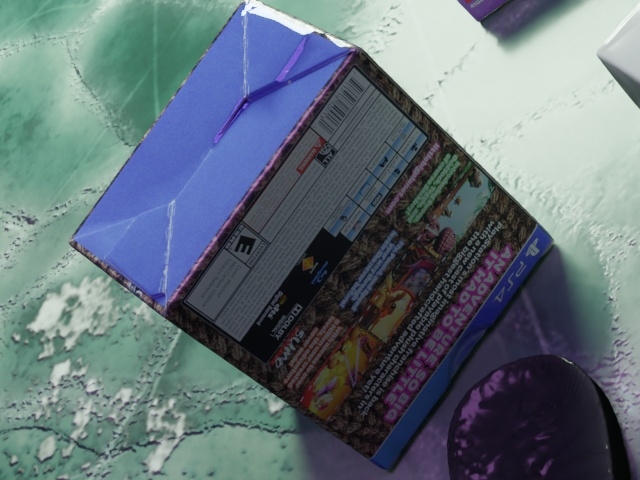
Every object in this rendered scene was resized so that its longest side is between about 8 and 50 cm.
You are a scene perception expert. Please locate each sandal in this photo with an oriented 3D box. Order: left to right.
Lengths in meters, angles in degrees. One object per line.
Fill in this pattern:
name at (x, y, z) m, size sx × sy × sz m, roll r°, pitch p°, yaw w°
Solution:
sandal at (0.160, 0.263, 1.205) m, size 0.167 × 0.107 × 0.446 m, roll -32°, pitch 48°, yaw 19°

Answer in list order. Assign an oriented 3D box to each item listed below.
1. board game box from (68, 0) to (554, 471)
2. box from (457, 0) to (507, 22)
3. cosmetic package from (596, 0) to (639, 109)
board game box at (0.000, 0.000, 1.372) m, size 0.232 × 0.291 × 0.141 m, roll -54°, pitch 43°, yaw -4°
box at (0.167, -0.360, 1.640) m, size 0.201 × 0.057 × 0.293 m, roll -35°, pitch 46°, yaw 17°
cosmetic package at (0.385, -0.048, 1.157) m, size 0.156 × 0.217 × 0.385 m, roll -50°, pitch 43°, yaw 1°
